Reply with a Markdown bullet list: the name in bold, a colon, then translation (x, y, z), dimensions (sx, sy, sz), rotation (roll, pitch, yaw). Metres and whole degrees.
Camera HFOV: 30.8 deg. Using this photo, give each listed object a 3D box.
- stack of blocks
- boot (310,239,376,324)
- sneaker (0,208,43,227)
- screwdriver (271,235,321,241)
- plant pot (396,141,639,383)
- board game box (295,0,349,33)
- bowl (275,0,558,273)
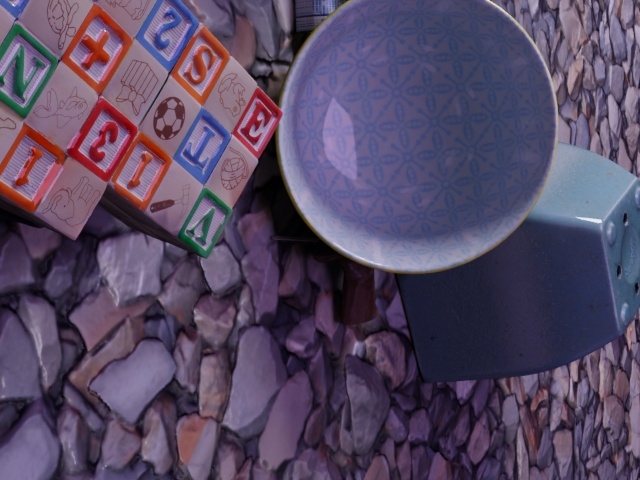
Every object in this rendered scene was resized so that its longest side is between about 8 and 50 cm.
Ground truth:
- **stack of blocks**: translation (-0.160, -0.093, 0.764), dimensions (0.171, 0.087, 0.297), rotation (-62, 146, -10)
- **boot**: translation (0.027, 0.049, 1.252), dimensions (0.106, 0.037, 0.114), rotation (-17, 122, -41)
- **sneaker**: translation (-0.201, -0.072, 0.889), dimensions (0.300, 0.111, 0.121), rotation (1, 103, -53)
- **screwdriver**: translation (0.000, 0.000, 1.246), dimensions (0.170, 0.025, 0.024), rotation (3, 88, -47)
- **plant pot**: translation (0.262, 0.018, 1.418), dimensions (0.247, 0.252, 0.248), rotation (-41, 123, -49)
- **board game box**: translation (0.048, -0.272, 1.278), dimensions (0.194, 0.060, 0.194), rotation (-8, 95, -56)
- **bowl**: translation (0.085, -0.119, 1.217), dimensions (0.156, 0.289, 0.289), rotation (-141, -136, -78)
